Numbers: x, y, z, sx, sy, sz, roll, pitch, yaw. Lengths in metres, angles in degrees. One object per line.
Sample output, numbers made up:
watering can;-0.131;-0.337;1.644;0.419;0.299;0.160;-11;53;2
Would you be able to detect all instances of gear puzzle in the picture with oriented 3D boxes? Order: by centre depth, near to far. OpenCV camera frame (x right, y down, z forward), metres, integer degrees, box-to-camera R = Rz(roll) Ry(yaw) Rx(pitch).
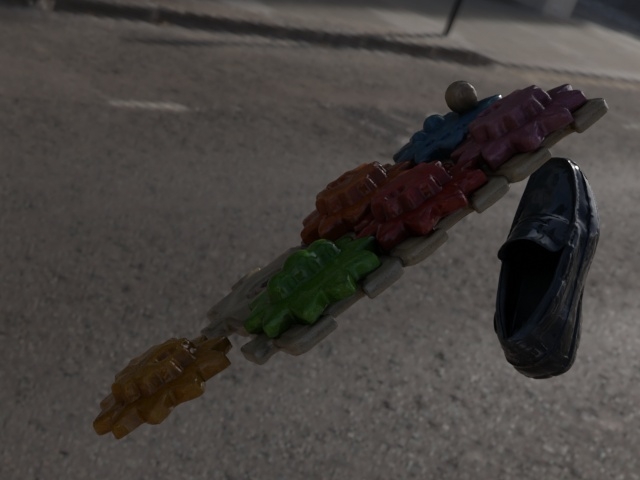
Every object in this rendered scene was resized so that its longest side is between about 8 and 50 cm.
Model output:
gear puzzle;0.000;0.000;0.637;0.044;0.339;0.175;57;-17;-15

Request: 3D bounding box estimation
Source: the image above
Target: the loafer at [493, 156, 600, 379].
loafer;0.196;0.012;0.941;0.078;0.076;0.223;40;50;-36
